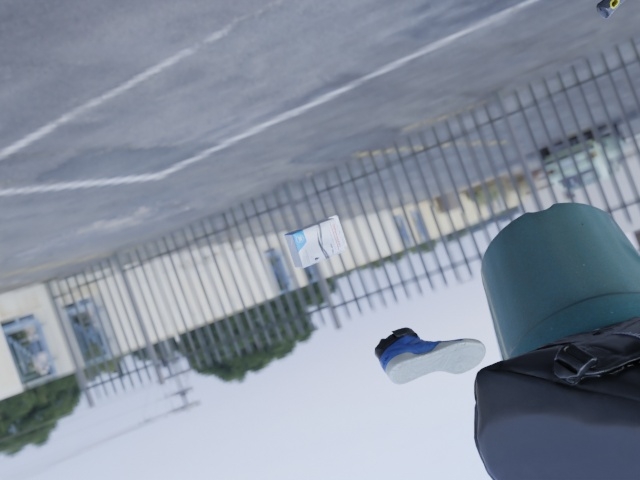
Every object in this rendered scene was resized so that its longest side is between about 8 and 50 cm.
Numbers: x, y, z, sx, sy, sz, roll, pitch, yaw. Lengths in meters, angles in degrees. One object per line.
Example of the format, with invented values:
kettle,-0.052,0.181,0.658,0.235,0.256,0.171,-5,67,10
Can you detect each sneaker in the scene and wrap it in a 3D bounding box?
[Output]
sneaker,0.151,0.152,1.329,0.152,0.058,0.084,-12,-149,-16

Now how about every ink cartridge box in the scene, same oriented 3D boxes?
ink cartridge box,0.000,0.000,1.249,0.083,0.048,0.028,-22,-171,-25

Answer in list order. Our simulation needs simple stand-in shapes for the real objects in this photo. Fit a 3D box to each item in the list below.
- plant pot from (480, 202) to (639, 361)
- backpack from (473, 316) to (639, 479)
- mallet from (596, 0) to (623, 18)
plant pot,0.419,0.135,1.518,0.341,0.341,0.334,-20,-138,8
backpack,0.348,0.189,0.936,0.290,0.273,0.355,11,-157,31
mallet,0.349,-0.305,0.979,0.189,0.062,0.039,-37,-157,-15
